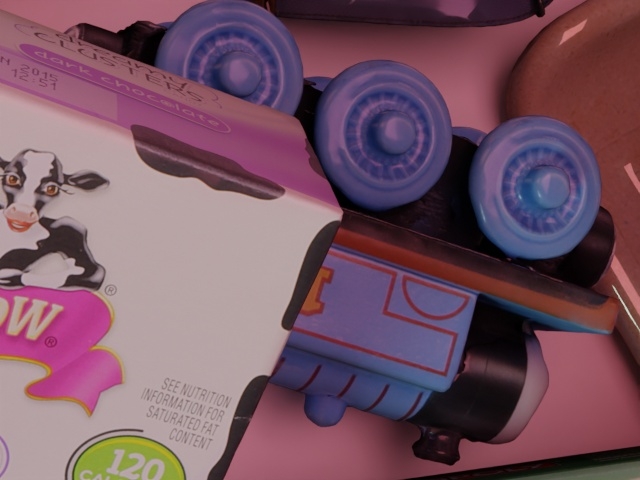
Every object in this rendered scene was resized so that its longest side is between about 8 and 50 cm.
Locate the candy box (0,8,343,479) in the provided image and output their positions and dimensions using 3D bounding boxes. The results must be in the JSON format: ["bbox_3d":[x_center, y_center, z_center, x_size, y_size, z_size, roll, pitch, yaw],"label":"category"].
[{"bbox_3d":[-0.110,0.039,0.381,0.164,0.070,0.196,20,107,-16],"label":"candy box"}]

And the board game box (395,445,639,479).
[{"bbox_3d":[0.141,0.160,0.463,0.317,0.046,0.214,-7,87,-4],"label":"board game box"}]

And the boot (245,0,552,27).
[{"bbox_3d":[0.068,-0.114,0.535,0.219,0.082,0.106,6,101,-24],"label":"boot"}]

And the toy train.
[{"bbox_3d":[0.000,0.000,0.477,0.184,0.080,0.105,19,84,-19],"label":"toy train"}]

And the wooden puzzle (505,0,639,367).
[{"bbox_3d":[0.273,0.017,0.573,0.322,0.080,0.348,-29,92,-23],"label":"wooden puzzle"}]
